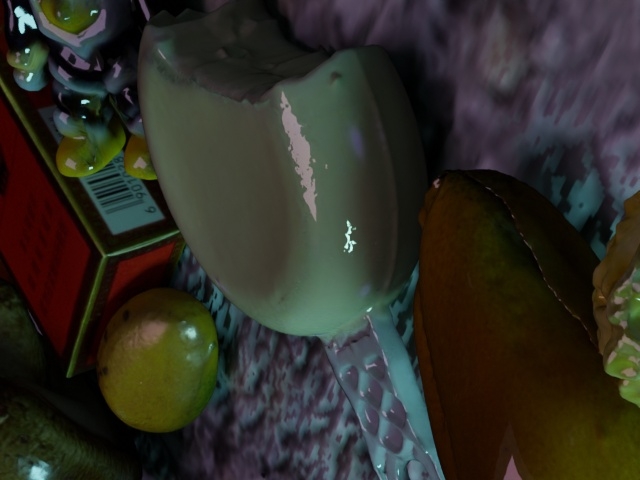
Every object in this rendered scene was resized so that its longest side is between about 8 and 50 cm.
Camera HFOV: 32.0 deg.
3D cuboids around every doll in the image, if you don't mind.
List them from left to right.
[{"bbox_3d":[-0.137,-0.186,0.583,0.145,0.103,0.316,19,128,45],"label":"doll"}]

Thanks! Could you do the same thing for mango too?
[{"bbox_3d":[-0.099,0.073,0.691,0.079,0.057,0.114,35,133,4],"label":"mango"},{"bbox_3d":[0.082,0.053,0.412,0.105,0.084,0.159,112,151,-66],"label":"mango"}]

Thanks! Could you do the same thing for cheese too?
[{"bbox_3d":[-0.009,0.007,0.525,0.163,0.070,0.249,5,112,54],"label":"cheese"}]

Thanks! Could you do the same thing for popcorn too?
[{"bbox_3d":[0.122,0.018,0.340,0.082,0.057,0.083,-44,81,13],"label":"popcorn"}]

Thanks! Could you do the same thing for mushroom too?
[{"bbox_3d":[-0.227,0.133,0.789,0.194,0.138,0.231,57,172,-22],"label":"mushroom"}]

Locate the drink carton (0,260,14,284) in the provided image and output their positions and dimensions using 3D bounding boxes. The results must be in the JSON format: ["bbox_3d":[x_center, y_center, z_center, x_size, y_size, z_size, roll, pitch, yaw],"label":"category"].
[{"bbox_3d":[-0.324,-0.051,0.946,0.223,0.071,0.096,47,140,30],"label":"drink carton"}]

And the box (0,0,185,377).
[{"bbox_3d":[-0.185,-0.049,0.746,0.240,0.074,0.153,56,149,21],"label":"box"}]
